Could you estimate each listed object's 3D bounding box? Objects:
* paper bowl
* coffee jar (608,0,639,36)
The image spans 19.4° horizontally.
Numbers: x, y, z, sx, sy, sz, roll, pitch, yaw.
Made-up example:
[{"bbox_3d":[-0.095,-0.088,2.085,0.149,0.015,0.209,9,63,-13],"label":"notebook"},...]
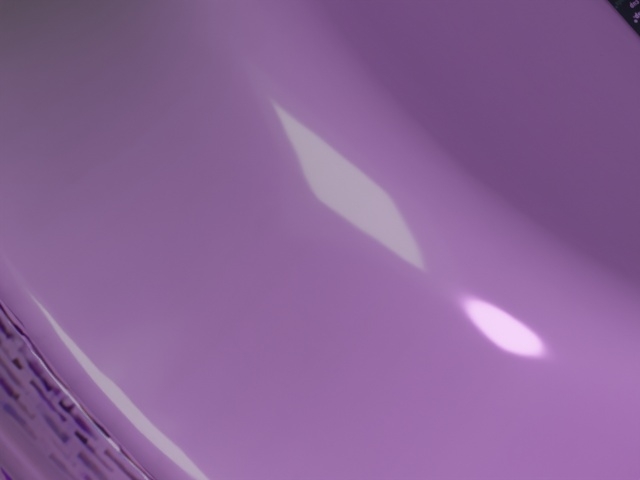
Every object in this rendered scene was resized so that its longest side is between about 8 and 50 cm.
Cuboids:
[{"bbox_3d":[0.000,0.000,0.473,0.284,0.148,0.284,32,30,-21],"label":"paper bowl"},{"bbox_3d":[0.134,-0.015,0.623,0.096,0.079,0.184,-35,82,-27],"label":"coffee jar"}]
